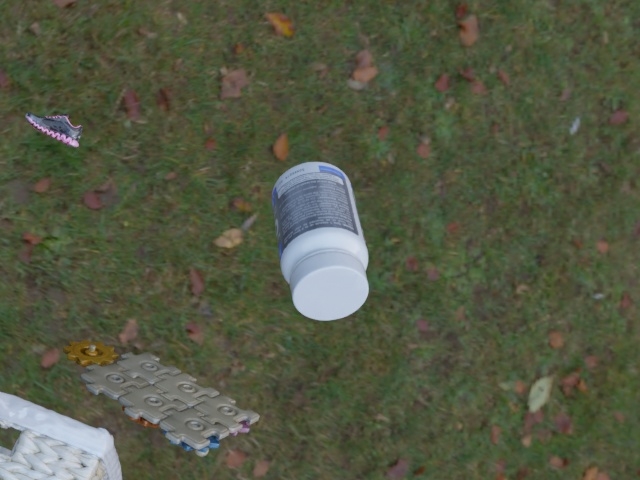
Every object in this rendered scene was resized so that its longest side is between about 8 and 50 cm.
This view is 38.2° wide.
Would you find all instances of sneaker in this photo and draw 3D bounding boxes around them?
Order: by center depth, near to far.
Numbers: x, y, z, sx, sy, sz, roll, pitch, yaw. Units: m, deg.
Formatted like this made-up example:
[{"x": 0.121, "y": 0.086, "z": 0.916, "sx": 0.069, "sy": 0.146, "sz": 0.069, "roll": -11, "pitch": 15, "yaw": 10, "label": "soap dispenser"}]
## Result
[{"x": -0.538, "y": -0.236, "z": 1.876, "sx": 0.119, "sy": 0.047, "sz": 0.057, "roll": 27, "pitch": 85, "yaw": -27, "label": "sneaker"}]

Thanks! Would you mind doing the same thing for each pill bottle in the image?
[{"x": 0.000, "y": 0.000, "z": 0.821, "sx": 0.078, "sy": 0.137, "sz": 0.078, "roll": -5, "pitch": 132, "yaw": -5, "label": "pill bottle"}]

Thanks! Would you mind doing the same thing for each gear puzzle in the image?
[{"x": -0.274, "y": 0.237, "z": 1.430, "sx": 0.175, "sy": 0.339, "sz": 0.044, "roll": -13, "pitch": 123, "yaw": -59, "label": "gear puzzle"}]

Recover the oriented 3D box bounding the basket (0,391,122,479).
[{"x": -0.480, "y": 0.382, "z": 1.302, "sx": 0.329, "sy": 0.331, "sz": 0.266, "roll": 19, "pitch": 61, "yaw": 2, "label": "basket"}]
